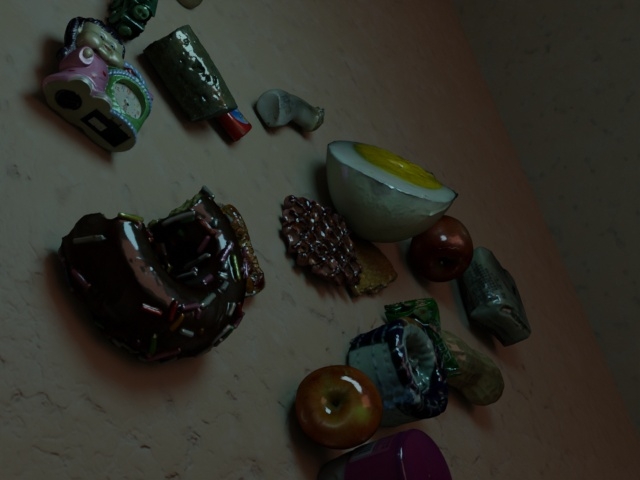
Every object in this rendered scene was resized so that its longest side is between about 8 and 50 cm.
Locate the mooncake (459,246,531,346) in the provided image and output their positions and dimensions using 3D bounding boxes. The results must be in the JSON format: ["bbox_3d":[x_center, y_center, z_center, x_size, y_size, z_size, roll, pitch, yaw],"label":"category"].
[{"bbox_3d":[0.509,0.172,2.419,0.250,0.136,0.254,38,31,-40],"label":"mooncake"}]

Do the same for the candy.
[{"bbox_3d":[0.241,0.239,1.939,0.078,0.141,0.203,82,-6,-71],"label":"candy"}]

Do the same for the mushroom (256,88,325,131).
[{"bbox_3d":[-0.070,-0.312,1.954,0.092,0.081,0.223,51,22,19],"label":"mushroom"}]

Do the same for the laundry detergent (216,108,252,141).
[{"bbox_3d":[-0.213,-0.292,1.727,0.165,0.049,0.097,52,13,-15],"label":"laundry detergent"}]

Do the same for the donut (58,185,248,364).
[{"bbox_3d":[-0.235,0.060,1.294,0.259,0.136,0.345,61,29,5],"label":"donut"}]

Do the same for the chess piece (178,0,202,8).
[{"bbox_3d":[-0.302,-0.568,1.838,0.083,0.038,0.084,42,34,-37],"label":"chess piece"}]

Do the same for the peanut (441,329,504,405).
[{"bbox_3d":[0.361,0.320,2.066,0.298,0.120,0.136,38,12,-36],"label":"peanut"}]

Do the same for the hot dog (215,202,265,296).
[{"bbox_3d":[-0.163,0.017,1.530,0.108,0.059,0.191,-21,85,-57],"label":"hot dog"}]

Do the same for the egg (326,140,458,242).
[{"bbox_3d":[0.146,-0.094,1.972,0.337,0.201,0.337,18,19,-6],"label":"egg"}]

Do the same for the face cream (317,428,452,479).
[{"bbox_3d":[0.117,0.450,1.461,0.175,0.195,0.175,37,38,-36],"label":"face cream"}]

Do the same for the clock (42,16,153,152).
[{"bbox_3d":[-0.374,-0.273,1.396,0.194,0.100,0.195,43,36,-39],"label":"clock"}]

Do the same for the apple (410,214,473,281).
[{"bbox_3d":[0.329,0.019,2.216,0.181,0.181,0.168,41,26,-33],"label":"apple"}]

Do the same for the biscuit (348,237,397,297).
[{"bbox_3d":[0.105,0.062,1.957,0.144,0.033,0.224,61,29,6],"label":"biscuit"}]

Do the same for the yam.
[{"bbox_3d":[-0.256,-0.323,1.622,0.194,0.107,0.107,57,28,-11],"label":"yam"}]

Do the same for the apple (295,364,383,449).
[{"bbox_3d":[0.035,0.308,1.498,0.139,0.163,0.163,68,5,-68],"label":"apple"}]

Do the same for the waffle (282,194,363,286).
[{"bbox_3d":[0.000,0.000,1.805,0.234,0.055,0.221,19,46,-46],"label":"waffle"}]

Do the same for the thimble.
[{"bbox_3d":[0.168,0.289,1.739,0.237,0.150,0.237,39,37,-38],"label":"thimble"}]

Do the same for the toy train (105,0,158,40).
[{"bbox_3d":[-0.356,-0.469,1.584,0.071,0.111,0.170,34,38,-34],"label":"toy train"}]
